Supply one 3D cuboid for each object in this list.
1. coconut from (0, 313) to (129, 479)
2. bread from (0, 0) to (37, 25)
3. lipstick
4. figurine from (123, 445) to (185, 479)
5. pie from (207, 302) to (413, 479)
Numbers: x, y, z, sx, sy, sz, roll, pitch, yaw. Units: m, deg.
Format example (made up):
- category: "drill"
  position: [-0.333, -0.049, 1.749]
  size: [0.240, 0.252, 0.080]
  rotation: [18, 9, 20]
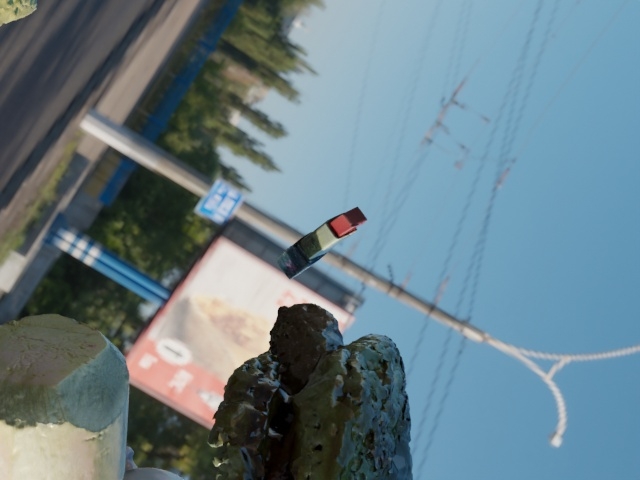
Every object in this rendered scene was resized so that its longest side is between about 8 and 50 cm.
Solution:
- category: "coconut"
  position: [-0.365, 0.242, 1.375]
  size: [0.239, 0.239, 0.244]
  rotation: [-82, 179, -66]
- category: "bread"
  position: [-0.597, -0.527, 1.694]
  size: [0.236, 0.165, 0.375]
  rotation: [-29, 129, -43]
- category: "lipstick"
  position: [0.000, 0.000, 1.802]
  size: [0.051, 0.051, 0.312]
  rotation: [-33, 178, -25]
- category: "figurine"
  position: [-0.247, 0.530, 1.828]
  size: [0.211, 0.361, 0.253]
  rotation: [-59, 153, -14]
- category: "pie"
  position: [0.010, 0.303, 1.073]
  size: [0.395, 0.180, 0.418]
  rotation: [-58, 142, -73]
